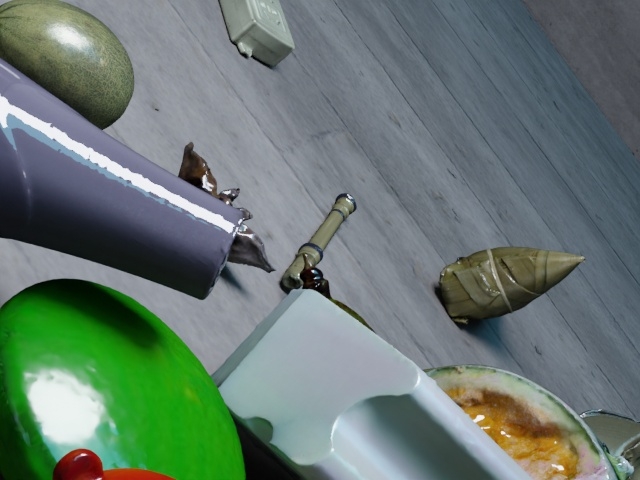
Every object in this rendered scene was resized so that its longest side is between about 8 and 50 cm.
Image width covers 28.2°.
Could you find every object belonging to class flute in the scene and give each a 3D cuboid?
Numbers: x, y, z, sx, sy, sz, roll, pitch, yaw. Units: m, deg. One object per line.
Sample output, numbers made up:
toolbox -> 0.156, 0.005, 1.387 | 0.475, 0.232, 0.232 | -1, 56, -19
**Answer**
flute -> 0.000, 0.000, 1.292 | 0.027, 0.027, 0.233 | 50, 24, -7

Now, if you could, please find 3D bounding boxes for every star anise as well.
star anise -> -0.088, -0.014, 1.103 | 0.129, 0.056, 0.124 | 44, 36, -12

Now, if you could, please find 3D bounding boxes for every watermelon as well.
watermelon -> 0.219, 0.235, 1.184 | 0.188, 0.175, 0.321 | 5, 54, -59

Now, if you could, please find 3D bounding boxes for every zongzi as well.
zongzi -> 0.250, 0.037, 1.516 | 0.189, 0.178, 0.081 | -11, 84, -65

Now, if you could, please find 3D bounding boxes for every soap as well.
soap -> 0.077, 0.192, 0.949 | 0.347, 0.115, 0.208 | 45, -12, -7

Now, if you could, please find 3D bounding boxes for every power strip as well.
power strip -> -0.083, -0.281, 1.507 | 0.075, 0.042, 0.175 | 27, 35, -44

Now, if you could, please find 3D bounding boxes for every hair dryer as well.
hair dryer -> -0.227, 0.028, 0.708 | 0.301, 0.121, 0.361 | 25, 45, -3

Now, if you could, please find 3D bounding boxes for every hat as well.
hat -> 0.364, 0.279, 1.546 | 0.175, 0.085, 0.147 | 22, 44, -12

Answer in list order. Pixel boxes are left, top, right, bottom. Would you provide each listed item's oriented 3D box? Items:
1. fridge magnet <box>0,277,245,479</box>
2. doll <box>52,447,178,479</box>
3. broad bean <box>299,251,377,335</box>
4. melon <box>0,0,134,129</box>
fridge magnet -> -0.130, 0.117, 0.807 | 0.208, 0.088, 0.208 | 41, 27, -26
doll -> -0.099, 0.213, 0.678 | 0.183, 0.085, 0.217 | -36, 103, -28
broad bean -> 0.057, 0.161, 1.128 | 0.077, 0.061, 0.339 | 0, 56, -53
melon -> -0.208, -0.138, 1.008 | 0.131, 0.098, 0.098 | 31, 31, -33
